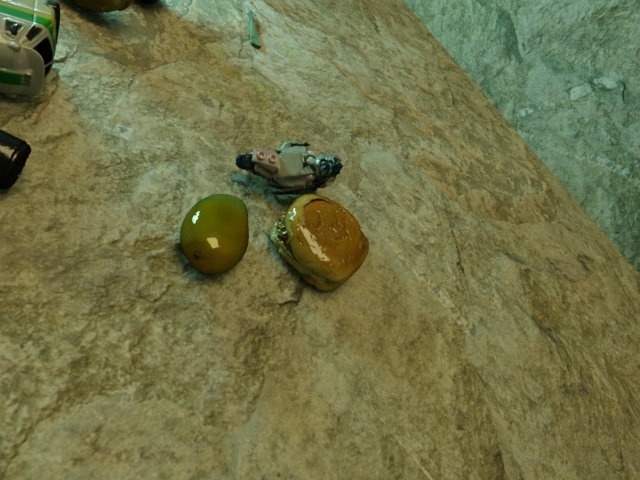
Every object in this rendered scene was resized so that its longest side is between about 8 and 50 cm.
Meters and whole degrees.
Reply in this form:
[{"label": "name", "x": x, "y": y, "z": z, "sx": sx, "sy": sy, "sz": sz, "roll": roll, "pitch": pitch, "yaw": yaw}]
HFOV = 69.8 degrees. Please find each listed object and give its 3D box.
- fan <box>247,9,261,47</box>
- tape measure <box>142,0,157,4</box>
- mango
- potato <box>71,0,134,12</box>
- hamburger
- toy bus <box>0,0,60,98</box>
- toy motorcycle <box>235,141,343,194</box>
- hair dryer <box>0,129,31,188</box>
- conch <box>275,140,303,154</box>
[{"label": "fan", "x": -0.215, "y": -0.675, "z": 1.463, "sx": 0.038, "sy": 0.016, "sz": 0.193, "roll": 13, "pitch": 49, "yaw": -33}, {"label": "tape measure", "x": -0.472, "y": -0.759, "z": 1.177, "sx": 0.245, "sy": 0.231, "sz": 0.149, "roll": 37, "pitch": 41, "yaw": -12}, {"label": "mango", "x": -0.190, "y": -0.019, "z": 0.859, "sx": 0.130, "sy": 0.092, "sz": 0.195, "roll": 34, "pitch": 37, "yaw": -7}, {"label": "potato", "x": -0.575, "y": -0.686, "z": 1.061, "sx": 0.195, "sy": 0.176, "sz": 0.369, "roll": -40, "pitch": 94, "yaw": -26}, {"label": "hamburger", "x": -0.001, "y": 0.001, "z": 0.984, "sx": 0.213, "sy": 0.108, "sz": 0.214, "roll": 23, "pitch": 46, "yaw": -27}, {"label": "toy bus", "x": -0.621, "y": -0.360, "z": 0.780, "sx": 0.305, "sy": 0.143, "sz": 0.179, "roll": 6, "pitch": 55, "yaw": -35}, {"label": "toy motorcycle", "x": -0.043, "y": -0.165, "z": 1.009, "sx": 0.239, "sy": 0.204, "sz": 0.108, "roll": -9, "pitch": 92, "yaw": -41}, {"label": "hair dryer", "x": -0.571, "y": -0.091, "z": 0.649, "sx": 0.197, "sy": 0.089, "sz": 0.251, "roll": 26, "pitch": 52, "yaw": -21}, {"label": "conch", "x": -0.079, "y": -0.208, "z": 1.136, "sx": 0.085, "sy": 0.056, "sz": 0.076, "roll": -13, "pitch": 87, "yaw": -24}]
